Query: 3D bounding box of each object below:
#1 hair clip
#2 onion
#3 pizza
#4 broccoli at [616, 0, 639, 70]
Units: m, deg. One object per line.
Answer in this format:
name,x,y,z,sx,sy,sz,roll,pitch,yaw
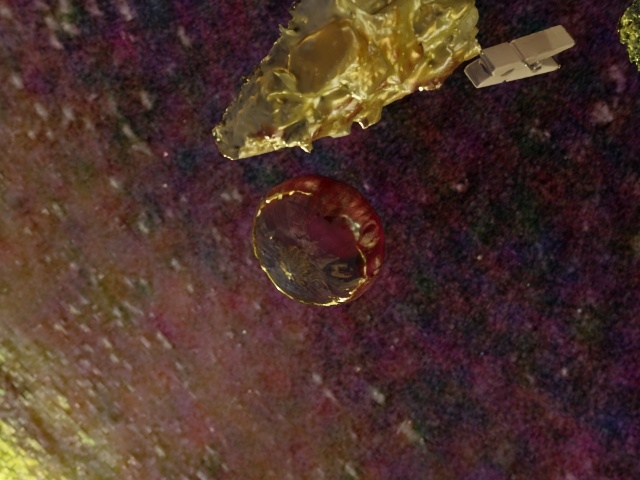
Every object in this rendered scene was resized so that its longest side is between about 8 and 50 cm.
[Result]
hair clip,0.505,-0.454,1.693,0.085,0.330,0.101,59,146,10
onion,0.000,0.000,1.171,0.246,0.190,0.246,20,125,31
pizza,0.054,-0.172,0.654,0.089,0.323,0.223,59,161,12
broccoli,0.384,-0.248,0.786,0.092,0.095,0.097,88,162,-61
